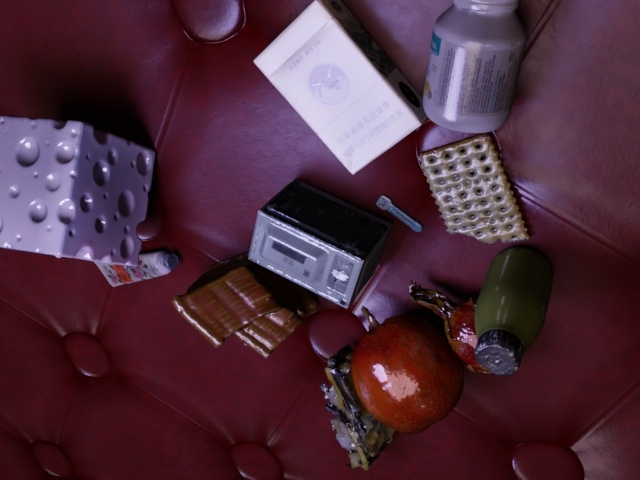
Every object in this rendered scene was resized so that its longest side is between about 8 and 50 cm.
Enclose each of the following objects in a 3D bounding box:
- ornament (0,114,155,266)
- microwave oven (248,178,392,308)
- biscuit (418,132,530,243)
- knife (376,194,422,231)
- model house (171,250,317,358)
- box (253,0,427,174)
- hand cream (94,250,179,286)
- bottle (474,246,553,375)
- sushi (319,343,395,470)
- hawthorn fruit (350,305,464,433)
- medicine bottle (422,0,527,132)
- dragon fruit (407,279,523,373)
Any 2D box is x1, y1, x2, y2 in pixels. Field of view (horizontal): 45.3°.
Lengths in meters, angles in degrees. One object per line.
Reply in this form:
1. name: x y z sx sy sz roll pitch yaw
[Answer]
1. ornament: -0.489 -0.088 1.440 0.239 0.240 0.239 6 86 20
2. microwave oven: 0.000 0.000 1.381 0.208 0.162 0.122 25 126 13
3. biscuit: 0.258 -0.077 1.306 0.144 0.016 0.203 -13 113 30
4. knife: 0.143 -0.046 1.380 0.096 0.010 0.027 36 128 0
5. model house: -0.161 0.138 1.501 0.220 0.229 0.199 -32 97 36
6. box: 0.035 -0.255 1.262 0.164 0.069 0.256 -35 102 36
7. hand cream: -0.403 0.058 1.674 0.234 0.050 0.080 -10 119 36
8. bottle: 0.308 0.116 1.248 0.112 0.260 0.112 12 124 18
9. sushi: 0.088 0.341 1.589 0.131 0.139 0.290 9 124 43
10. hawthorn fruit: 0.149 0.231 1.439 0.253 0.205 0.205 49 127 -2
11. medicine bottle: 0.228 -0.278 1.119 0.135 0.135 0.215 15 125 16
12. dragon fruit: 0.259 0.150 1.383 0.246 0.125 0.125 37 131 8
